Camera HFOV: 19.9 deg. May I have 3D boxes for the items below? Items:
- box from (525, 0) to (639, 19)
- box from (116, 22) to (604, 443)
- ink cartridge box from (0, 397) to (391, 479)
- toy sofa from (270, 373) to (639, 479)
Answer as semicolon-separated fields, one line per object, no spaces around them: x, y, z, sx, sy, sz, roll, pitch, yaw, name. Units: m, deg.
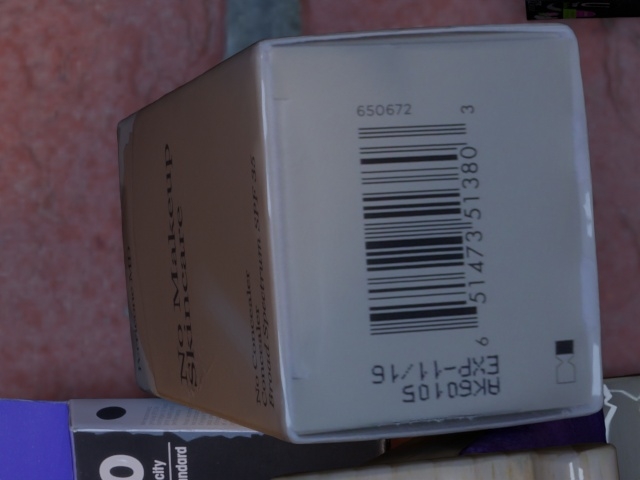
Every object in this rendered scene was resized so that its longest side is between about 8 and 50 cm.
0.142;-0.138;0.890;0.083;0.062;0.052;-1;88;7;box
0.000;0.000;0.773;0.121;0.311;0.148;-4;88;-15;box
-0.067;0.180;0.899;0.208;0.045;0.206;0;104;8;ink cartridge box
0.113;0.138;0.740;0.177;0.362;0.150;-7;88;14;toy sofa
